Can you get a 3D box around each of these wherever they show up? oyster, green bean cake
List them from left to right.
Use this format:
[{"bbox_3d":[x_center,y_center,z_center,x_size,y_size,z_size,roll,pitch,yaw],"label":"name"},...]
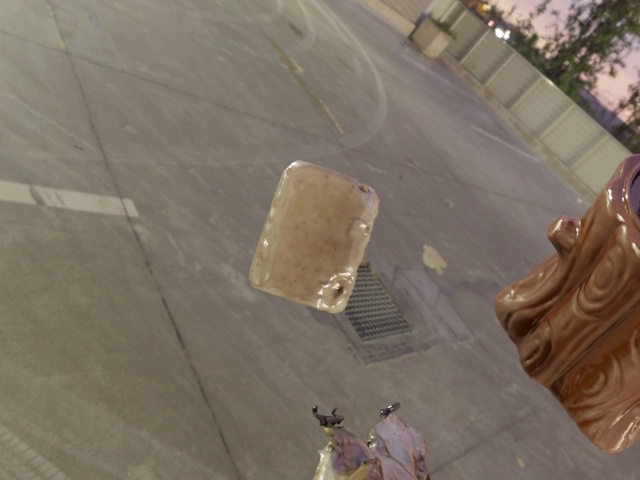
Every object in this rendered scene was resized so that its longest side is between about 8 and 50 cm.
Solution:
[{"bbox_3d":[0.000,0.000,0.464,0.085,0.109,0.179,19,-2,3],"label":"green bean cake"},{"bbox_3d":[0.046,0.259,0.520,0.133,0.198,0.337,32,-17,27],"label":"oyster"}]

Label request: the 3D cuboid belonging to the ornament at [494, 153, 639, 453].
[{"bbox_3d":[0.303,0.045,0.463,0.221,0.218,0.235,28,56,17],"label":"ornament"}]
